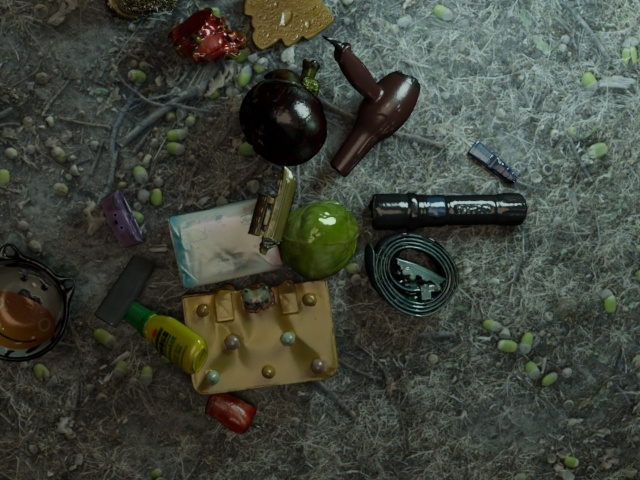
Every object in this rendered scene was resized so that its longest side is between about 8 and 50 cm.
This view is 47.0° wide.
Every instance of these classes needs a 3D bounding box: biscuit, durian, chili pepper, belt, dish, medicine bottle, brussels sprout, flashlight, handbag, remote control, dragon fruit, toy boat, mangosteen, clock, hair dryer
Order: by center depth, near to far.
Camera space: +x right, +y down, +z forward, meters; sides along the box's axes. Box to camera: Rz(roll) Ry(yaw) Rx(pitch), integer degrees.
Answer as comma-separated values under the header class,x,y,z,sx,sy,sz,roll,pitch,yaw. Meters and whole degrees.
class,x,y,z,sx,sy,sz,roll,pitch,yaw
toy boat,-0.120,-0.076,1.828,0.088,0.068,0.226,15,89,-11
durian,-0.440,-0.619,1.833,0.196,0.196,0.167,11,106,-4
hair dryer,0.075,-0.360,1.834,0.312,0.123,0.340,-48,131,-1
mangosteen,-0.070,-0.329,1.854,0.231,0.231,0.289,37,78,-6
dragon fruit,-0.280,-0.513,1.868,0.207,0.133,0.150,2,136,-30
medicine bottle,-0.418,0.231,1.898,0.309,0.076,0.111,29,116,25
brussels sprout,0.000,0.000,1.903,0.223,0.161,0.223,-7,105,-24
clock,-0.515,-0.052,1.905,0.050,0.110,0.153,-25,96,-2
dish,-0.771,0.163,1.907,0.303,0.120,0.303,0,95,-3
biscuit,-0.083,-0.588,1.911,0.238,0.041,0.212,8,89,-4
handbag,-0.163,0.247,1.952,0.401,0.133,0.283,-6,91,-3
belt,0.234,0.080,1.954,0.267,0.116,0.206,35,90,-8
flashlight,0.342,-0.082,1.960,0.424,0.103,0.103,-2,96,-5
chili pepper,-0.216,0.475,1.983,0.192,0.086,0.084,28,65,4
remote control,0.468,-0.208,1.983,0.152,0.027,0.043,37,97,-4

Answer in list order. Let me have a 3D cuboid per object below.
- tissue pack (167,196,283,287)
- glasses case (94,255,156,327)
class,x,y,z,sx,sy,sz,roll,pitch,yaw
tissue pack,-0.246,0.005,1.920,0.271,0.124,0.201,-12,100,-3
glasses case,-0.508,0.131,1.914,0.072,0.042,0.190,22,69,20
